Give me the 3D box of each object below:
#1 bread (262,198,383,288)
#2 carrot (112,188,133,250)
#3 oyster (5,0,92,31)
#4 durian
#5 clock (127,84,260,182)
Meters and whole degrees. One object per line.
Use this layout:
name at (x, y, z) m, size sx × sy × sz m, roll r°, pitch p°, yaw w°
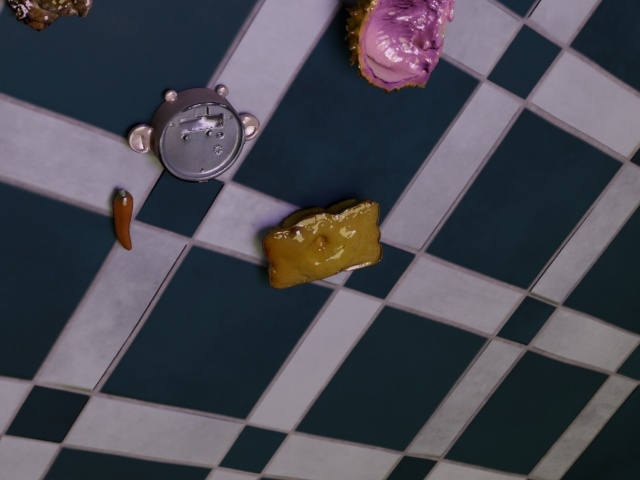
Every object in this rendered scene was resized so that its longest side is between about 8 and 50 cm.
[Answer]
bread at (0.000, 0.000, 1.948) m, size 0.233 × 0.088 × 0.161 m, roll -18°, pitch 126°, yaw -15°
carrot at (-0.333, -0.034, 1.758) m, size 0.035 × 0.035 × 0.142 m, roll -13°, pitch 136°, yaw -22°
oyster at (-0.360, -0.367, 1.472) m, size 0.177 × 0.056 × 0.105 m, roll -30°, pitch 126°, yaw -1°
durian at (0.122, -0.395, 1.686) m, size 0.191 × 0.112 × 0.341 m, roll -8°, pitch 133°, yaw -22°
clock at (-0.200, -0.172, 1.708) m, size 0.229 × 0.063 × 0.156 m, roll -9°, pitch 129°, yaw -27°
